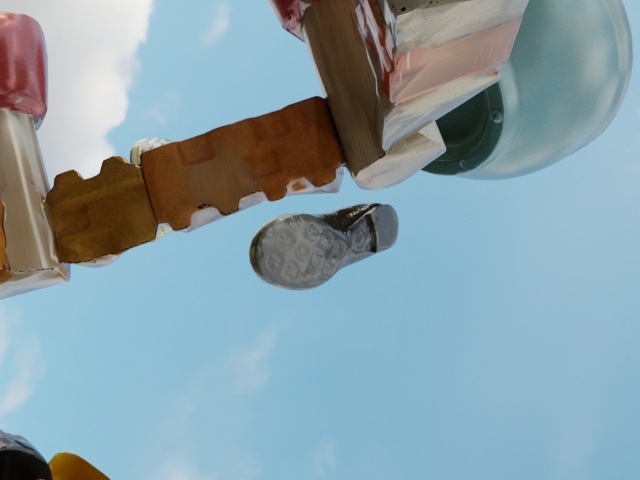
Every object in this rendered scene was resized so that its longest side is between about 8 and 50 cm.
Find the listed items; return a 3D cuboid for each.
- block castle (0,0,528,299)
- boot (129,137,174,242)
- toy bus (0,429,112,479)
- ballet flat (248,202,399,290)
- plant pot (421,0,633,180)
[{"bbox_3d":[-0.098,-0.151,0.329,0.303,0.453,0.213,-18,-106,0],"label":"block castle"},{"bbox_3d":[-0.101,-0.076,0.886,0.165,0.077,0.213,-22,-160,-1],"label":"boot"},{"bbox_3d":[-0.211,0.219,0.450,0.149,0.220,0.211,36,-73,39],"label":"toy bus"},{"bbox_3d":[0.000,0.000,1.000,0.058,0.250,0.084,1,-78,37],"label":"ballet flat"},{"bbox_3d":[0.172,-0.188,1.018,0.293,0.196,0.293,22,-52,30],"label":"plant pot"}]
